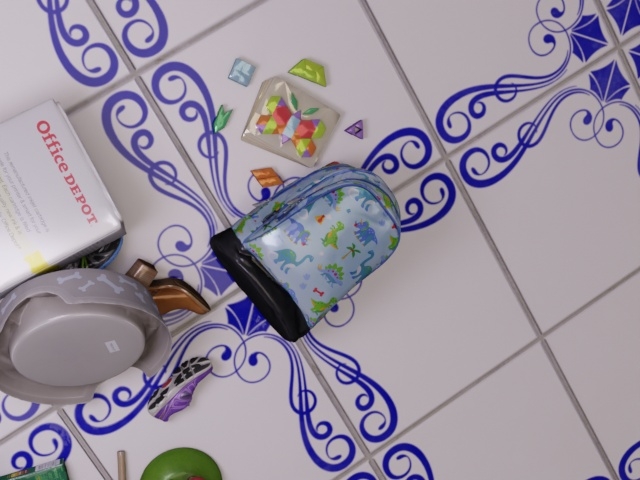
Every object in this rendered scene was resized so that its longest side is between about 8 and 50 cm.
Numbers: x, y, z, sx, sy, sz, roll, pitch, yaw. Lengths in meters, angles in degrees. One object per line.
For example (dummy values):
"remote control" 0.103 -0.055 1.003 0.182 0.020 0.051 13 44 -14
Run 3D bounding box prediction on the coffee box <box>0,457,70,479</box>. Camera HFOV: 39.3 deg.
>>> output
"coffee box" -0.609 0.530 1.852 0.184 0.040 0.113 -16 103 -13

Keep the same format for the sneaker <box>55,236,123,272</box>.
"sneaker" -0.482 0.035 1.809 0.188 0.067 0.078 -31 110 -6

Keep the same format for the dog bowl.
"dog bowl" -0.466 0.184 1.725 0.348 0.102 0.349 -12 143 -9

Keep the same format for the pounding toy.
"pounding toy" -0.317 0.542 1.898 0.236 0.110 0.183 4 96 -16

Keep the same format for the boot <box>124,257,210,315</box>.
"boot" -0.343 0.143 1.867 0.197 0.073 0.152 32 95 -17

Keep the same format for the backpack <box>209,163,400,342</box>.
"backpack" 0.000 0.000 1.858 0.355 0.273 0.290 -39 102 -17

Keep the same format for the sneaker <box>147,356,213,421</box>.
"sneaker" -0.291 0.317 1.910 0.170 0.068 0.071 -43 121 2

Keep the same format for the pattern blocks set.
"pattern blocks set" -0.062 -0.245 1.908 0.324 0.026 0.286 12 94 -16

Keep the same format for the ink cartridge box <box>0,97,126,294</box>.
"ink cartridge box" -0.598 -0.050 1.693 0.384 0.160 0.279 -28 90 -9
